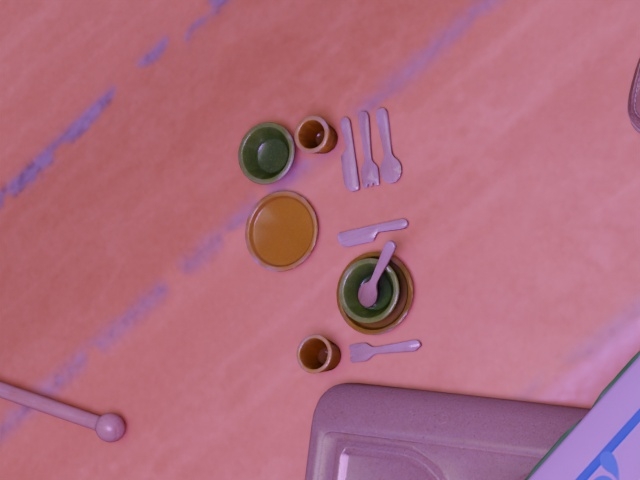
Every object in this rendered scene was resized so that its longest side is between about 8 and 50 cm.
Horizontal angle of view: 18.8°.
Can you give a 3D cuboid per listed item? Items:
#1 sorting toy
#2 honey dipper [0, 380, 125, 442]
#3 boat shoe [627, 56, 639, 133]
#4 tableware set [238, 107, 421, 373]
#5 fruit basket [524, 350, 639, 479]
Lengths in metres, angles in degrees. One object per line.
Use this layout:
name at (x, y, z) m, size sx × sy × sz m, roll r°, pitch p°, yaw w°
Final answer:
sorting toy at (0.126, 0.202, 1.024) m, size 0.307 × 0.041 × 0.229 m, roll 5°, pitch 80°, yaw 26°
honey dipper at (-0.190, 0.094, 1.193) m, size 0.161 × 0.030 × 0.030 m, roll 16°, pitch 90°, yaw 25°
boat shoe at (0.199, -0.119, 1.026) m, size 0.050 × 0.045 × 0.135 m, roll 27°, pitch 94°, yaw 27°
tableware set at (0.000, 0.000, 1.117) m, size 0.104 × 0.024 × 0.154 m, roll -12°, pitch 78°, yaw 24°
fruit basket at (0.226, 0.184, 0.823) m, size 0.327 × 0.165 × 0.353 m, roll -49°, pitch 38°, yaw 9°
